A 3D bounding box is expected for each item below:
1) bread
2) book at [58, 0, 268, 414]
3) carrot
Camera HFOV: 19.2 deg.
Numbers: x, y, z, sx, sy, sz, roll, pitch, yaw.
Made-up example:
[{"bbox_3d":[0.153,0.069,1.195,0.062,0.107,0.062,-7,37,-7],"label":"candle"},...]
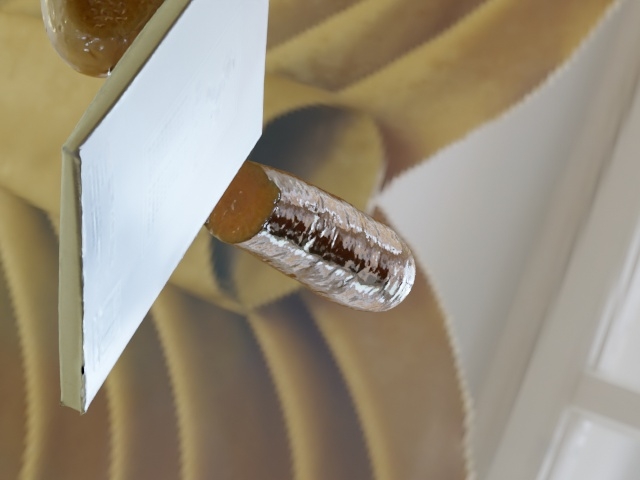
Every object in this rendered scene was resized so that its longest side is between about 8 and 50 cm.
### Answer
[{"bbox_3d":[-0.160,-0.202,1.482,0.077,0.114,0.189,78,-171,-57],"label":"bread"},{"bbox_3d":[-0.056,-0.038,0.711,0.182,0.014,0.127,-62,-17,-45],"label":"book"},{"bbox_3d":[0.000,0.000,1.253,0.225,0.067,0.067,28,-98,-59],"label":"carrot"}]
